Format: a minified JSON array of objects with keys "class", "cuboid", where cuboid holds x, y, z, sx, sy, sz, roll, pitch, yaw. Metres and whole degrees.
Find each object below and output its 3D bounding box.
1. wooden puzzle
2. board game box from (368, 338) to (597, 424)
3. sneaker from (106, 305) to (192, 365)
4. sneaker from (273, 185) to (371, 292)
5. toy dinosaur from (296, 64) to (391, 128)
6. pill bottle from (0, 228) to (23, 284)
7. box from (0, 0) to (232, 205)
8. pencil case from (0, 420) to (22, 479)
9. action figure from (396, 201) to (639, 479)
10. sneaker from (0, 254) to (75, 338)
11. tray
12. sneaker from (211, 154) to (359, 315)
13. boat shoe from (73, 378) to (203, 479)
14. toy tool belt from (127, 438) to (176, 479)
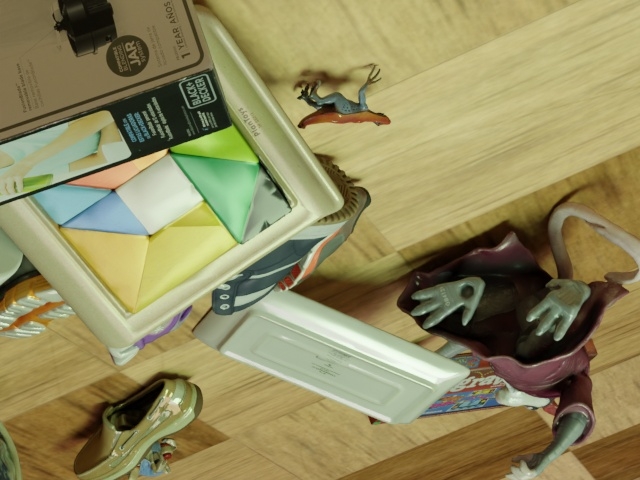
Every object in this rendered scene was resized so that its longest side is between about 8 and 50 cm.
[{"class":"wooden puzzle","cuboid":[-0.129,-0.039,1.294,0.238,0.044,0.221,-31,123,7]},{"class":"board game box","cuboid":[0.212,0.185,2.168,0.281,0.027,0.145,-4,150,-28]},{"class":"sneaker","cuboid":[-0.167,0.036,1.528,0.104,0.095,0.236,-21,161,-8]},{"class":"sneaker","cuboid":[0.000,0.000,1.603,0.064,0.061,0.158,-7,154,-38]},{"class":"toy dinosaur","cuboid":[0.021,-0.105,1.394,0.082,0.090,0.047,30,152,-19]},{"class":"pill bottle","cuboid":[-0.354,0.042,1.350,0.229,0.131,0.131,-34,151,29]},{"class":"box","cuboid":[-0.221,-0.115,1.082,0.289,0.169,0.087,-20,158,-2]},{"class":"pencil case","cuboid":[-0.487,0.305,1.748,0.410,0.184,0.160,-35,156,27]},{"class":"action figure","cuboid":[0.234,0.104,1.890,0.276,0.248,0.370,-48,152,-1]},{"class":"sneaker","cuboid":[-0.270,0.035,1.465,0.084,0.083,0.215,12,160,-40]},{"class":"tray","cuboid":[0.009,0.127,1.749,0.270,0.030,0.145,24,141,-16]},{"class":"sneaker","cuboid":[-0.112,-0.005,1.462,0.282,0.099,0.153,0,148,-41]},{"class":"boat shoe","cuboid":[-0.223,0.210,1.883,0.190,0.068,0.072,-40,137,20]},{"class":"toy tool belt","cuboid":[-0.209,0.273,2.020,0.052,0.051,0.083,-35,151,32]}]
